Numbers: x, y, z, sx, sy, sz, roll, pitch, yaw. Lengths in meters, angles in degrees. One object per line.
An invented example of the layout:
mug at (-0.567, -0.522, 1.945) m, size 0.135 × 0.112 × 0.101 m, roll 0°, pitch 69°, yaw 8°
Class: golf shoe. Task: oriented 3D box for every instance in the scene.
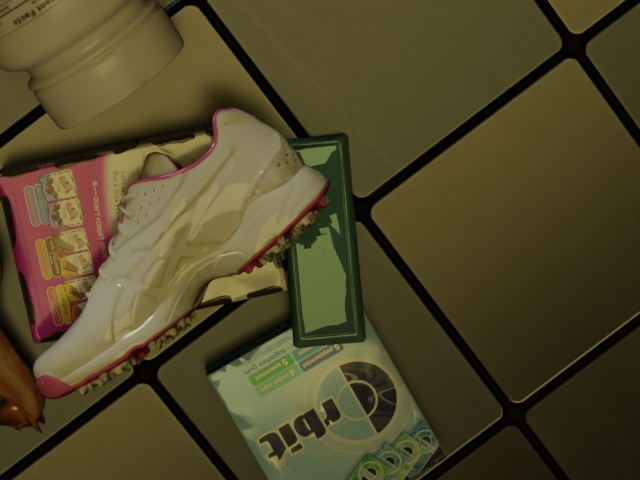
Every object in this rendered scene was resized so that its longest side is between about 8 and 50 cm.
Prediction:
golf shoe at (-0.140, 0.010, 1.652) m, size 0.306 × 0.115 × 0.140 m, roll -39°, pitch 91°, yaw -4°

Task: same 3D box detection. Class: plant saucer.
plant saucer at (0.000, 0.000, 1.748) m, size 0.067 × 0.018 × 0.192 m, roll -5°, pitch 88°, yaw 1°

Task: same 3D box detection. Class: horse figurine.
horse figurine at (-0.343, 0.055, 1.726) m, size 0.174 × 0.066 × 0.263 m, roll -1°, pitch 103°, yaw 0°

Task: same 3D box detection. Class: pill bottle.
pill bottle at (-0.249, -0.246, 1.628) m, size 0.160 × 0.160 × 0.283 m, roll -34°, pitch 107°, yaw 1°

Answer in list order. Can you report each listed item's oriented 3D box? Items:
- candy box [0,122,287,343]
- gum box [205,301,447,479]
candy box at (-0.159, -0.011, 1.728) m, size 0.233 × 0.071 × 0.159 m, roll -11°, pitch 101°, yaw -3°
gum box at (0.005, 0.160, 1.789) m, size 0.157 × 0.041 × 0.184 m, roll -30°, pitch 100°, yaw -1°
